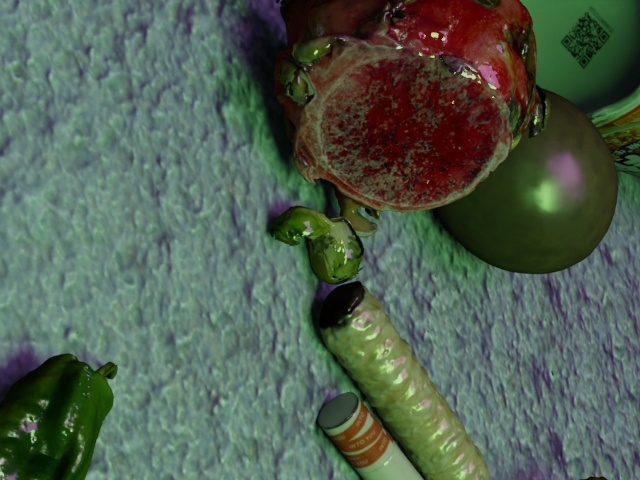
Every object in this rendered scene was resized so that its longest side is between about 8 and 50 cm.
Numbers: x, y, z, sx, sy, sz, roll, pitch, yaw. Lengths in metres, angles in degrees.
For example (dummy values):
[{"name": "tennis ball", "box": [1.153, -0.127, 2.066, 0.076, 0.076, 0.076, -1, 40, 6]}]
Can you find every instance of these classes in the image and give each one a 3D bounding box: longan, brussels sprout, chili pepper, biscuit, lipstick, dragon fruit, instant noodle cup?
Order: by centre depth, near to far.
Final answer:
[{"name": "chili pepper", "box": [-0.174, 0.121, 1.174, 0.072, 0.073, 0.204, 43, 42, -17]}, {"name": "brussels sprout", "box": [0.000, -0.001, 1.475, 0.083, 0.046, 0.051, 42, 48, -37]}, {"name": "lipstick", "box": [0.048, 0.178, 1.478, 0.131, 0.038, 0.038, 53, 40, -28]}, {"name": "dragon fruit", "box": [0.056, -0.114, 1.480, 0.282, 0.211, 0.147, 21, 50, -19]}, {"name": "biscuit", "box": [0.067, 0.127, 1.509, 0.219, 0.055, 0.061, 54, 44, -25]}, {"name": "longan", "box": [0.172, -0.062, 1.652, 0.204, 0.159, 0.185, 45, 3, 26]}, {"name": "instant noodle cup", "box": [0.332, -0.186, 1.843, 0.307, 0.294, 0.294, 6, 72, -46]}]

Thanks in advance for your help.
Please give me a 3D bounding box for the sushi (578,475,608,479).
[{"name": "sushi", "box": [0.243, 0.327, 1.566, 0.179, 0.166, 0.296, -45, 114, -56]}]
